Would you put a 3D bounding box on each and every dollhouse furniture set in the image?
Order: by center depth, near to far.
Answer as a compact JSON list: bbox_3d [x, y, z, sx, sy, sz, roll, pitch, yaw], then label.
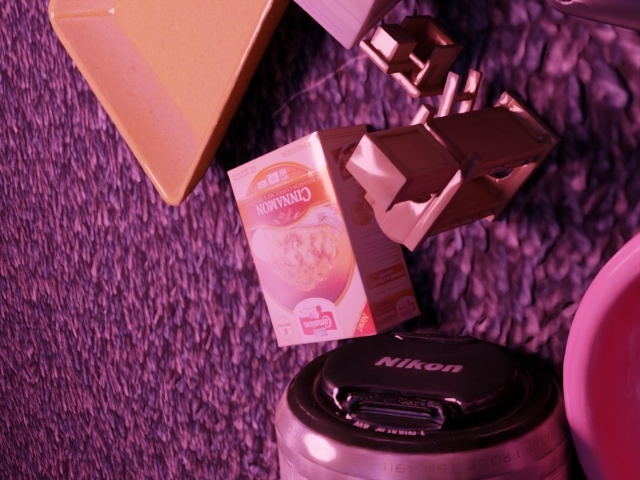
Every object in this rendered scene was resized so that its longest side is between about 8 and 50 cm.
[{"bbox_3d":[0.049,-0.079,0.558,0.161,0.182,0.101,51,134,23],"label":"dollhouse furniture set"}]

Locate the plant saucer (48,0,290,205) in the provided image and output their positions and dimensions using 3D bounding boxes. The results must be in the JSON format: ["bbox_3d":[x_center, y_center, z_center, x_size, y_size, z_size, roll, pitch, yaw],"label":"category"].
[{"bbox_3d":[-0.154,-0.263,0.797,0.332,0.081,0.332,54,135,21],"label":"plant saucer"}]

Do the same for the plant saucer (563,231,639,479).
[{"bbox_3d":[0.296,0.113,0.398,0.332,0.084,0.332,29,133,38],"label":"plant saucer"}]

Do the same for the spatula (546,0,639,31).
[{"bbox_3d":[0.253,-0.108,0.408,0.296,0.030,0.084,30,124,38],"label":"spatula"}]

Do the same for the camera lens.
[{"bbox_3d":[0.081,0.223,0.591,0.219,0.219,0.274,11,110,45],"label":"camera lens"}]

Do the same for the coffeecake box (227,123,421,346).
[{"bbox_3d":[0.000,0.000,0.722,0.142,0.068,0.185,-16,91,47],"label":"coffeecake box"}]

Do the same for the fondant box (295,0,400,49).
[{"bbox_3d":[-0.003,-0.298,0.457,0.238,0.096,0.330,43,161,1],"label":"fondant box"}]
